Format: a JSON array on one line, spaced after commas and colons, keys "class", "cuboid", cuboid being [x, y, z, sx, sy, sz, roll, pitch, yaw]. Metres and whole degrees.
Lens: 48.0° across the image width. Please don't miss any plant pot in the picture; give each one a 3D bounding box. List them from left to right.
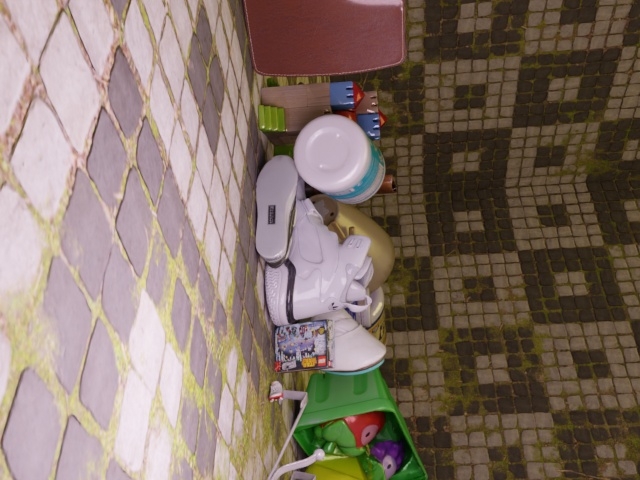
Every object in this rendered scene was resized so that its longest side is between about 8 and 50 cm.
[{"class": "plant pot", "cuboid": [0.042, -0.005, 1.995, 0.274, 0.256, 0.257, 50, 33, -52]}]

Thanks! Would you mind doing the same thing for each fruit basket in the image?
[{"class": "fruit basket", "cuboid": [0.082, 0.526, 1.680, 0.392, 0.282, 0.393, -15, 90, -77]}]

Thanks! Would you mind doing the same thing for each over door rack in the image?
[{"class": "over door rack", "cuboid": [-0.032, 0.471, 1.377, 0.324, 0.108, 0.240, -82, 168, -67]}]

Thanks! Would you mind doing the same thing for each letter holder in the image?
[{"class": "letter holder", "cuboid": [0.012, -0.447, 1.399, 0.152, 0.301, 0.215, -87, 172, -54]}]

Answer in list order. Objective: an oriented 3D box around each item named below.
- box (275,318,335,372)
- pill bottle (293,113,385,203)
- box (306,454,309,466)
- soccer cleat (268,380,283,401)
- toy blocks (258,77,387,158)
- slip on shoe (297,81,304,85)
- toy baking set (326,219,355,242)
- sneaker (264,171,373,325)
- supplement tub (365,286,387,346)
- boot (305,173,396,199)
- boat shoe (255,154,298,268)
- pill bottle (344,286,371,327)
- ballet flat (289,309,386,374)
[{"class": "box", "cuboid": [-0.032, 0.211, 1.423, 0.027, 0.137, 0.094, 18, 64, -49]}, {"class": "pill bottle", "cuboid": [0.048, -0.154, 1.449, 0.264, 0.146, 0.146, 19, 67, -75]}, {"class": "box", "cuboid": [-0.005, 0.541, 1.851, 0.018, 0.067, 0.083, -77, 163, -72]}, {"class": "soccer cleat", "cuboid": [-0.085, 0.286, 1.364, 0.083, 0.029, 0.036, 74, 5, -82]}, {"class": "toy blocks", "cuboid": [0.021, -0.268, 1.609, 0.381, 0.260, 0.191, 33, 53, -83]}, {"class": "slip on shoe", "cuboid": [-0.048, -0.421, 2.167, 0.135, 0.051, 0.041, 65, 9, -60]}, {"class": "toy baking set", "cuboid": [0.017, 0.076, 1.859, 0.030, 0.196, 0.257, 25, -54, 60]}, {"class": "sneaker", "cuboid": [0.000, 0.000, 1.468, 0.137, 0.210, 0.366, 79, 9, -57]}, {"class": "supplement tub", "cuboid": [0.088, 0.256, 2.200, 0.316, 0.228, 0.229, 80, 8, -50]}, {"class": "boot", "cuboid": [0.081, -0.157, 2.089, 0.264, 0.280, 0.096, 62, 25, -77]}, {"class": "boat shoe", "cuboid": [-0.084, -0.055, 1.365, 0.070, 0.077, 0.220, 74, 21, -66]}, {"class": "pill bottle", "cuboid": [0.044, 0.186, 1.964, 0.112, 0.186, 0.112, -4, 90, -85]}, {"class": "ballet flat", "cuboid": [0.009, 0.198, 1.537, 0.400, 0.139, 0.139, 174, -87, -71]}]
